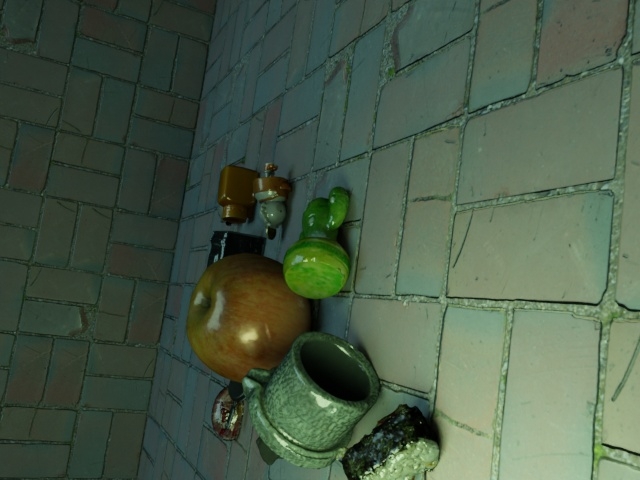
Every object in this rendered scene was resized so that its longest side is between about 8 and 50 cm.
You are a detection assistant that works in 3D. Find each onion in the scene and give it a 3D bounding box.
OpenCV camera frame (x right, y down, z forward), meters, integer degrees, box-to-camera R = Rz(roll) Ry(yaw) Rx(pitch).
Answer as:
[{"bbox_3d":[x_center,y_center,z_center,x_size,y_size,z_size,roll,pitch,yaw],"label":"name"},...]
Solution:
[{"bbox_3d":[-0.358,0.642,2.242,0.151,0.098,0.205,-35,49,54],"label":"onion"}]

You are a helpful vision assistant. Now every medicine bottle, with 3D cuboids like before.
[{"bbox_3d":[-0.350,-0.190,2.513,0.112,0.149,0.222,-22,61,62],"label":"medicine bottle"}]

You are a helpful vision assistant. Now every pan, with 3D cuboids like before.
[{"bbox_3d":[-0.302,0.563,2.159,0.136,0.028,0.235,0,65,50],"label":"pan"}]

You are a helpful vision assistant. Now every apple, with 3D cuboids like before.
[{"bbox_3d":[-0.217,0.233,1.825,0.391,0.347,0.391,-40,41,47],"label":"apple"}]

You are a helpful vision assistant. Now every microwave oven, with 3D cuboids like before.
[{"bbox_3d":[-0.353,0.115,2.356,0.237,0.181,0.295,1,80,66],"label":"microwave oven"}]

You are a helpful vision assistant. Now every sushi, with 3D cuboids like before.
[{"bbox_3d":[0.149,0.435,1.219,0.212,0.147,0.115,-49,28,18],"label":"sushi"}]

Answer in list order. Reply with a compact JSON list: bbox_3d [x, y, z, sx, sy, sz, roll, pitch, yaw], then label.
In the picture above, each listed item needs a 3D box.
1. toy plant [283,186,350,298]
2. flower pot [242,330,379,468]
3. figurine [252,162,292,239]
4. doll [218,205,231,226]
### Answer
[{"bbox_3d":[0.000,0.000,1.709,0.224,0.184,0.315,-46,24,42],"label":"toy plant"},{"bbox_3d":[-0.042,0.383,1.446,0.282,0.299,0.299,-59,31,27],"label":"flower pot"},{"bbox_3d":[-0.182,-0.141,2.153,0.143,0.143,0.271,9,87,65],"label":"figurine"},{"bbox_3d":[-0.399,-0.154,2.672,0.149,0.095,0.192,5,81,63],"label":"doll"}]
